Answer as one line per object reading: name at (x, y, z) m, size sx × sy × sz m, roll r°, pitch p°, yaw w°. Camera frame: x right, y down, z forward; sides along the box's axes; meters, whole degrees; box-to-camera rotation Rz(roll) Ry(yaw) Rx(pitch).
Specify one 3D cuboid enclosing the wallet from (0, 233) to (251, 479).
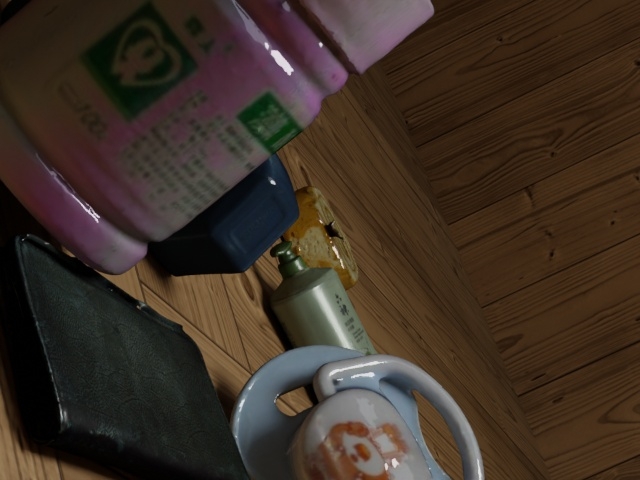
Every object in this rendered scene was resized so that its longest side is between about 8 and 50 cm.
wallet at (-0.150, 0.106, 1.217) m, size 0.318 × 0.045 × 0.172 m, roll 39°, pitch 28°, yaw -64°

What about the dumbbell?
dumbbell at (-0.152, -0.112, 1.458) m, size 0.325 × 0.160 × 0.144 m, roll 57°, pitch 41°, yaw -37°

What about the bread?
bread at (0.000, 0.000, 2.125) m, size 0.149 × 0.073 × 0.122 m, roll 64°, pitch 8°, yaw -3°

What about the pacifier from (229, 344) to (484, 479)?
pacifier at (0.029, 0.239, 1.517) m, size 0.279 × 0.227 × 0.207 m, roll 63°, pitch -32°, yaw 19°

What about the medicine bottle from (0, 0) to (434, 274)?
medicine bottle at (-0.099, -0.148, 1.216) m, size 0.212 × 0.325 × 0.212 m, roll 50°, pitch 3°, yaw -3°

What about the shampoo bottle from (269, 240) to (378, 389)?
shampoo bottle at (0.006, 0.107, 1.861) m, size 0.234 × 0.087 × 0.118 m, roll 63°, pitch 14°, yaw -5°
